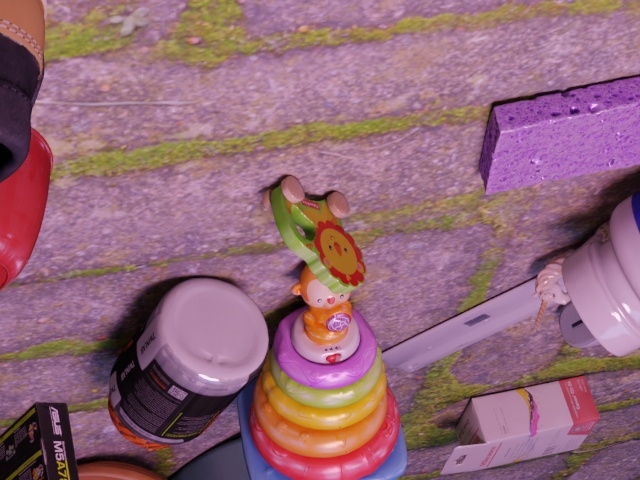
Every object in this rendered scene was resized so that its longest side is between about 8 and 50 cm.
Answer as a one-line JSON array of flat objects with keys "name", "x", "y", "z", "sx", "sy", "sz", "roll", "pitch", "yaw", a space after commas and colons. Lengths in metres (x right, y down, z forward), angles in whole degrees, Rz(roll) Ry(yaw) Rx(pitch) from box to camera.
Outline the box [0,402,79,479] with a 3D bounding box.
[{"name": "box", "x": -0.321, "y": 0.298, "z": 1.671, "sx": 0.045, "sy": 0.184, "sz": 0.191, "roll": 9, "pitch": 145, "yaw": -36}]

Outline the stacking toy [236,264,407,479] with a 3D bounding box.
[{"name": "stacking toy", "x": 0.006, "y": 0.124, "z": 1.567, "sx": 0.175, "sy": 0.165, "sz": 0.302, "roll": -6, "pitch": 139, "yaw": -8}]

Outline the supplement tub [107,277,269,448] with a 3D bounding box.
[{"name": "supplement tub", "x": -0.136, "y": 0.127, "z": 1.498, "sx": 0.117, "sy": 0.117, "sz": 0.190, "roll": 1, "pitch": 150, "yaw": -29}]

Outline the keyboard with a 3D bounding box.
[{"name": "keyboard", "x": 0.180, "y": 0.089, "z": 1.714, "sx": 0.256, "sy": 0.014, "sz": 0.072, "roll": -29, "pitch": 146, "yaw": 26}]

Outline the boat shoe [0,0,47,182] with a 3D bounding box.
[{"name": "boat shoe", "x": -0.379, "y": -0.029, "z": 1.016, "sx": 0.500, "sy": 0.156, "sz": 0.187, "roll": -26, "pitch": 154, "yaw": 25}]

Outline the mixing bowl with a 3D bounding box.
[{"name": "mixing bowl", "x": -0.286, "y": -0.011, "z": 1.163, "sx": 0.181, "sy": 0.098, "sz": 0.181, "roll": -12, "pitch": 153, "yaw": -6}]

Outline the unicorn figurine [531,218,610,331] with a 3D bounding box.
[{"name": "unicorn figurine", "x": 0.290, "y": 0.020, "z": 1.589, "sx": 0.111, "sy": 0.060, "sz": 0.162, "roll": 3, "pitch": 133, "yaw": -31}]

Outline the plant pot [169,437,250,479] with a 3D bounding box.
[{"name": "plant pot", "x": -0.084, "y": 0.346, "z": 1.927, "sx": 0.166, "sy": 0.165, "sz": 0.234, "roll": 4, "pitch": 143, "yaw": -34}]

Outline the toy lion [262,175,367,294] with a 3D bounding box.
[{"name": "toy lion", "x": 0.000, "y": 0.000, "z": 1.337, "sx": 0.034, "sy": 0.096, "sz": 0.100, "roll": -31, "pitch": 149, "yaw": 31}]

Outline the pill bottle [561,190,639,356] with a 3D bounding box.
[{"name": "pill bottle", "x": 0.370, "y": -0.001, "z": 1.445, "sx": 0.272, "sy": 0.152, "sz": 0.152, "roll": -33, "pitch": 149, "yaw": 23}]

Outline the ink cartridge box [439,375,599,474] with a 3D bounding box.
[{"name": "ink cartridge box", "x": 0.249, "y": 0.243, "z": 1.994, "sx": 0.198, "sy": 0.067, "sz": 0.115, "roll": -10, "pitch": 154, "yaw": -13}]

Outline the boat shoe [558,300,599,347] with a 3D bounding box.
[{"name": "boat shoe", "x": 0.361, "y": 0.055, "z": 1.679, "sx": 0.076, "sy": 0.083, "sz": 0.226, "roll": -8, "pitch": 168, "yaw": -41}]

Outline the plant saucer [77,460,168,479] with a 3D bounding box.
[{"name": "plant saucer", "x": -0.239, "y": 0.328, "z": 1.863, "sx": 0.200, "sy": 0.037, "sz": 0.200, "roll": 7, "pitch": 138, "yaw": 7}]

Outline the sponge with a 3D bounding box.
[{"name": "sponge", "x": 0.247, "y": -0.098, "z": 1.345, "sx": 0.210, "sy": 0.031, "sz": 0.117, "roll": -11, "pitch": 154, "yaw": -7}]
